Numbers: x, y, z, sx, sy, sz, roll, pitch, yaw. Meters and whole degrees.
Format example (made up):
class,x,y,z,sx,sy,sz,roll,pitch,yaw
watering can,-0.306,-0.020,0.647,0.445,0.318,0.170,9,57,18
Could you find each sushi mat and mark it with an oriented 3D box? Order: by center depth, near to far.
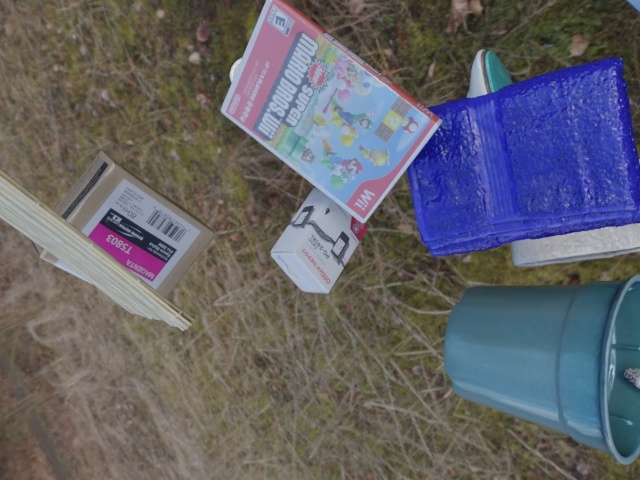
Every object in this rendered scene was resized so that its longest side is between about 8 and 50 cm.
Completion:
class,x,y,z,sx,sy,sz,roll,pitch,yaw
sushi mat,-0.287,0.001,0.620,0.151,0.019,0.316,3,145,45

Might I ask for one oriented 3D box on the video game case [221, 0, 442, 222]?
class,x,y,z,sx,sy,sz,roll,pitch,yaw
video game case,0.003,-0.179,0.807,0.285,0.025,0.204,38,131,3

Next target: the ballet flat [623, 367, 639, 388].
class,x,y,z,sx,sy,sz,roll,pitch,yaw
ballet flat,0.659,0.289,1.111,0.114,0.041,0.041,26,137,17

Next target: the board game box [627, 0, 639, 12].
class,x,y,z,sx,sy,sz,roll,pitch,yaw
board game box,0.643,-0.445,0.849,0.302,0.086,0.308,23,154,-26

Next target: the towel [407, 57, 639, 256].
class,x,y,z,sx,sy,sz,roll,pitch,yaw
towel,0.272,-0.104,0.791,0.308,0.076,0.228,-11,97,28

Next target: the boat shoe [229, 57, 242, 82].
class,x,y,z,sx,sy,sz,roll,pitch,yaw
boat shoe,-0.059,-0.312,1.280,0.305,0.109,0.091,27,176,0

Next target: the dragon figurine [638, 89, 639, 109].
class,x,y,z,sx,sy,sz,roll,pitch,yaw
dragon figurine,0.886,-0.407,1.370,0.144,0.289,0.085,38,168,-14

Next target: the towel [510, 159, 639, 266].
class,x,y,z,sx,sy,sz,roll,pitch,yaw
towel,0.514,-0.054,1.124,0.049,0.282,0.187,53,-149,-67

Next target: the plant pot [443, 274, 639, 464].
class,x,y,z,sx,sy,sz,roll,pitch,yaw
plant pot,0.456,0.229,1.139,0.334,0.341,0.341,1,116,45

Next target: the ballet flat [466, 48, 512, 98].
class,x,y,z,sx,sy,sz,roll,pitch,yaw
ballet flat,0.436,-0.278,1.382,0.139,0.139,0.400,6,147,52

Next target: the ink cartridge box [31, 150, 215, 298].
class,x,y,z,sx,sy,sz,roll,pitch,yaw
ink cartridge box,-0.334,-0.007,0.981,0.234,0.193,0.088,39,176,-41

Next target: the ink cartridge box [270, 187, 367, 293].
class,x,y,z,sx,sy,sz,roll,pitch,yaw
ink cartridge box,0.000,0.000,0.953,0.063,0.150,0.109,0,139,45
